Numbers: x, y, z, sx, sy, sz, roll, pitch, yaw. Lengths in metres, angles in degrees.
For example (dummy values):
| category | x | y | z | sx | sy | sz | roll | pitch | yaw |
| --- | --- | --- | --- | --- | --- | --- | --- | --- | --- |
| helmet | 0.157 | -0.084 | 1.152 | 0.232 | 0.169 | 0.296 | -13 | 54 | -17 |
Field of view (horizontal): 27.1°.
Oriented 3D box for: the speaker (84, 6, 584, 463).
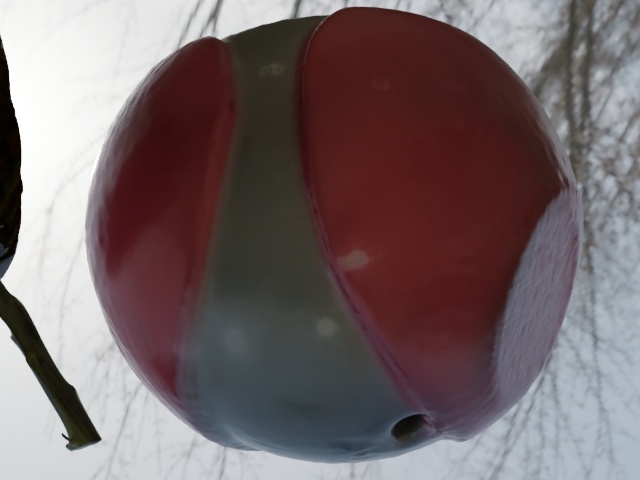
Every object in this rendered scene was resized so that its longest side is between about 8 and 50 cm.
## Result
| category | x | y | z | sx | sy | sz | roll | pitch | yaw |
| --- | --- | --- | --- | --- | --- | --- | --- | --- | --- |
| speaker | 0.000 | 0.000 | 0.795 | 0.294 | 0.294 | 0.294 | 14 | -144 | -10 |

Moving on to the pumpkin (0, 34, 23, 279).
| category | x | y | z | sx | sy | sz | roll | pitch | yaw |
| --- | --- | --- | --- | --- | --- | --- | --- | --- | --- |
| pumpkin | -0.243 | -0.052 | 0.693 | 0.111 | 0.278 | 0.163 | 7 | -160 | 18 |

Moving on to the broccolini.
| category | x | y | z | sx | sy | sz | roll | pitch | yaw |
| --- | --- | --- | --- | --- | --- | --- | --- | --- | --- |
| broccolini | -0.380 | 0.078 | 1.501 | 0.392 | 0.074 | 0.079 | 57 | -179 | 6 |
